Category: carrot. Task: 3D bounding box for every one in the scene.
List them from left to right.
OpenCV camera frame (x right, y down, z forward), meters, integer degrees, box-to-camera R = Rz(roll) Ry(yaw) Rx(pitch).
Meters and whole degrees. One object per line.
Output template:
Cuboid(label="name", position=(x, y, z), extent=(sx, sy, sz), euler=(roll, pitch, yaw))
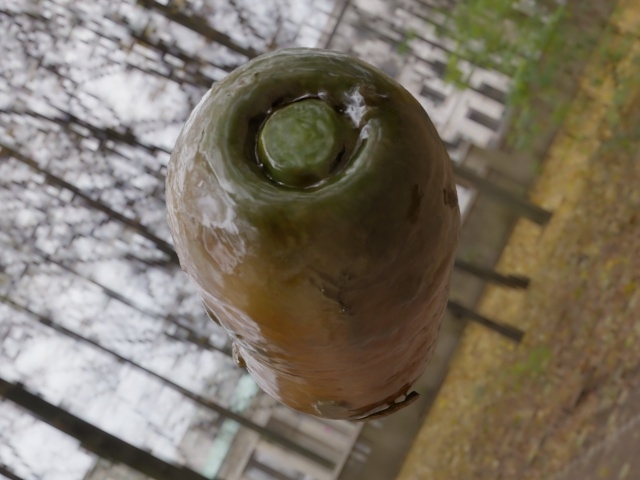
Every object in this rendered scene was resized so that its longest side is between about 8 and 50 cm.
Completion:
Cuboid(label="carrot", position=(0.000, 0.000, 1.193), extent=(0.224, 0.224, 0.340), euler=(-62, -15, -20))
